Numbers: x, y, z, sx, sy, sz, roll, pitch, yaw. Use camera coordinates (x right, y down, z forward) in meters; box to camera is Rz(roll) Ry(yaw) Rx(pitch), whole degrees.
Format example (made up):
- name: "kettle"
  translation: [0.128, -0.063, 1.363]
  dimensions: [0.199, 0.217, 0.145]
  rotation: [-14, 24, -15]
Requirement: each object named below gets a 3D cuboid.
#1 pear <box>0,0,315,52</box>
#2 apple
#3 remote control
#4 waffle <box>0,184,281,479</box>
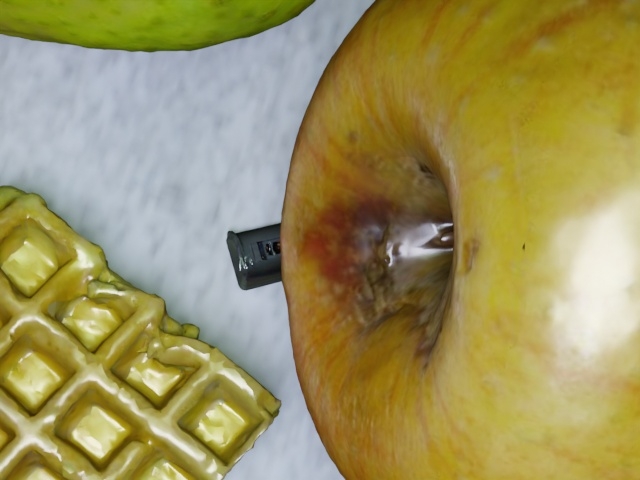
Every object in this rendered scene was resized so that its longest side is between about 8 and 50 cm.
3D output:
- name: "pear"
  translation: [-0.105, -0.259, 0.761]
  dimensions: [0.391, 0.391, 0.391]
  rotation: [2, 77, -7]
- name: "apple"
  translation: [0.137, -0.002, 0.773]
  dimensions: [0.275, 0.299, 0.299]
  rotation: [3, 75, -35]
- name: "remote control"
  translation: [0.000, 0.000, 0.885]
  dimensions: [0.091, 0.016, 0.034]
  rotation: [-14, 74, -11]
- name: "waffle"
  translation: [-0.170, 0.091, 0.820]
  dimensions: [0.219, 0.057, 0.229]
  rotation: [41, 76, 4]
